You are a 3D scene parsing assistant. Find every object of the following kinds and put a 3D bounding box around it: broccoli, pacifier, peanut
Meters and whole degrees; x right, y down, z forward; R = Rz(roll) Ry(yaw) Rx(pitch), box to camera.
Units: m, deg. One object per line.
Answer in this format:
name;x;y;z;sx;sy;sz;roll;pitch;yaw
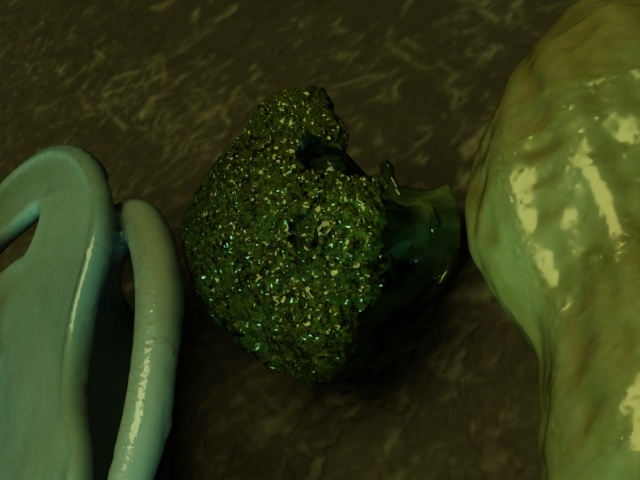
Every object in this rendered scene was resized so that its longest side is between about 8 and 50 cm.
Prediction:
broccoli;0.000;0.000;0.625;0.120;0.131;0.130;-8;33;-11
pacifier;-0.182;0.068;0.633;0.238;0.226;0.287;-34;47;46
peanut;0.115;0.020;0.514;0.123;0.123;0.256;-17;55;29
